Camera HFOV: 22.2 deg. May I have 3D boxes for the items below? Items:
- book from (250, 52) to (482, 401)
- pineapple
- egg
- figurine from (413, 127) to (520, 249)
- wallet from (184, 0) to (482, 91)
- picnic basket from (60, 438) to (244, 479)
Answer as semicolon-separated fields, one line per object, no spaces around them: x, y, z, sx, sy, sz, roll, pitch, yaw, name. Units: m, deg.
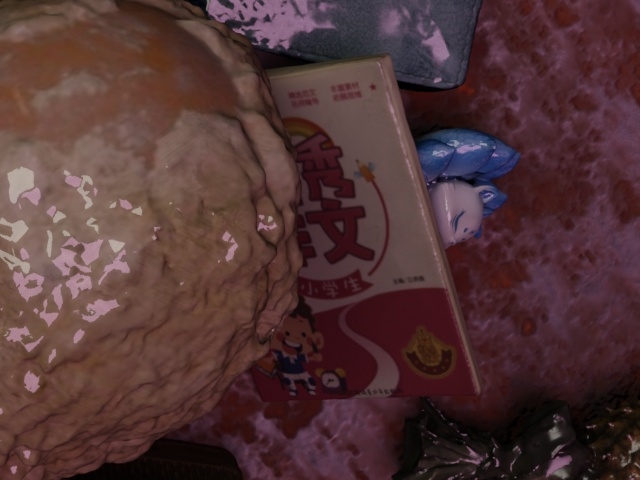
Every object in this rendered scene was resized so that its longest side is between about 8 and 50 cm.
0.000;0.000;1.018;0.162;0.022;0.231;-5;117;28;book
0.174;0.160;1.114;0.251;0.125;0.125;4;109;-6;pineapple
-0.151;-0.003;0.908;0.310;0.279;0.279;-46;112;3;egg
0.084;-0.033;1.039;0.114;0.079;0.114;-17;137;-17;figurine
0.046;-0.280;0.959;0.191;0.046;0.379;11;106;-16;wallet
-0.139;0.266;1.067;0.165;0.139;0.266;8;108;-14;picnic basket
